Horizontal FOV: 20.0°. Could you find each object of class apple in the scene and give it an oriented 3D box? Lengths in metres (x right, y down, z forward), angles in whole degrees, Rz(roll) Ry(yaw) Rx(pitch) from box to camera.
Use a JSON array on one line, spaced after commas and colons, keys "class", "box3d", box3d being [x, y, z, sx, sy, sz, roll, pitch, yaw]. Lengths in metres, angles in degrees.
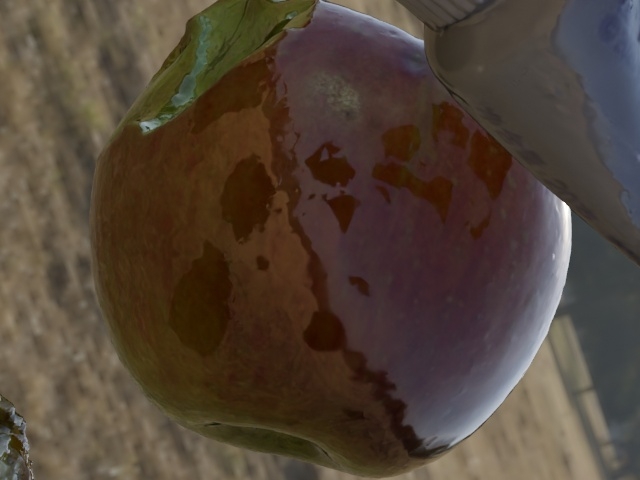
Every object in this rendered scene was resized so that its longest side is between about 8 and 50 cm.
[{"class": "apple", "box3d": [0.000, 0.000, 1.270, 0.339, 0.339, 0.340, -19, 90, -82]}]

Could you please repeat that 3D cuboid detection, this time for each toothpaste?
[{"class": "toothpaste", "box3d": [0.105, -0.039, 0.487, 0.282, 0.099, 0.068, 29, 10, -31]}]

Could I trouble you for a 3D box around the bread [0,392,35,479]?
[{"class": "bread", "box3d": [-0.257, 0.136, 1.032, 0.133, 0.179, 0.250, 50, -20, 30]}]
